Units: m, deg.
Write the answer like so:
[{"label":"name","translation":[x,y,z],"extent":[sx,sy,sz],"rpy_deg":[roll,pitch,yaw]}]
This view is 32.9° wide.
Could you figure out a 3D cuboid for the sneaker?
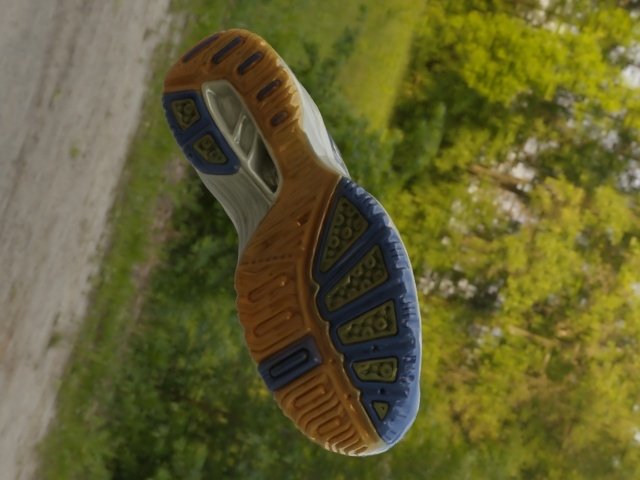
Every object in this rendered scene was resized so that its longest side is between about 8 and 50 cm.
[{"label":"sneaker","translation":[0.000,0.000,0.706],"extent":[0.297,0.111,0.131],"rpy_deg":[69,12,23]}]
